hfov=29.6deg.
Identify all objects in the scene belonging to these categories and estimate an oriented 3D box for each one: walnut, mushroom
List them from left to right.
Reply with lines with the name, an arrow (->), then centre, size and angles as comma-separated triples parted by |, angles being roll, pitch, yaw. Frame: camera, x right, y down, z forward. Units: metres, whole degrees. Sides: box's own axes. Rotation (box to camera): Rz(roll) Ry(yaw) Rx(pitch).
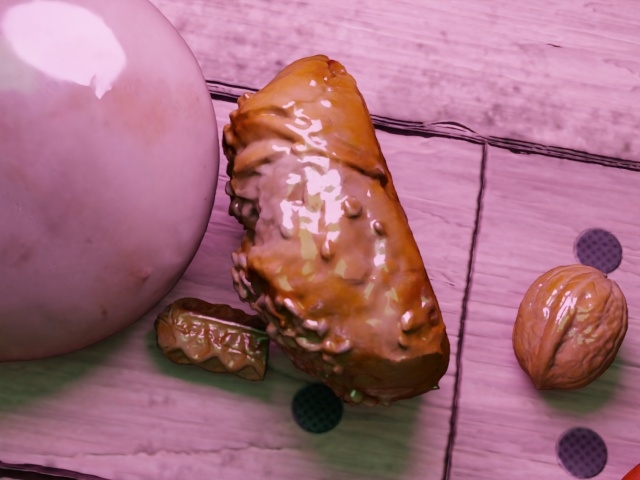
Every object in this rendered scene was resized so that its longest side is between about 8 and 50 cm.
mushroom -> -0.267, -0.079, 1.041 | 0.362, 0.294, 0.362 | -3, 113, -6
walnut -> 0.228, 0.082, 1.115 | 0.105, 0.105, 0.124 | 31, 87, 6

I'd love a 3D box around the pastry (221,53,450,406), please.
pastry -> 0.000, 0.000, 1.049 | 0.162, 0.255, 0.311 | -19, 74, 6

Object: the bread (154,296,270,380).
bread -> -0.098, 0.088, 1.105 | 0.110, 0.060, 0.066 | 13, 57, 3

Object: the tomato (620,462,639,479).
tomato -> 0.332, 0.270, 1.011 | 0.208, 0.184, 0.208 | 2, 73, -5
